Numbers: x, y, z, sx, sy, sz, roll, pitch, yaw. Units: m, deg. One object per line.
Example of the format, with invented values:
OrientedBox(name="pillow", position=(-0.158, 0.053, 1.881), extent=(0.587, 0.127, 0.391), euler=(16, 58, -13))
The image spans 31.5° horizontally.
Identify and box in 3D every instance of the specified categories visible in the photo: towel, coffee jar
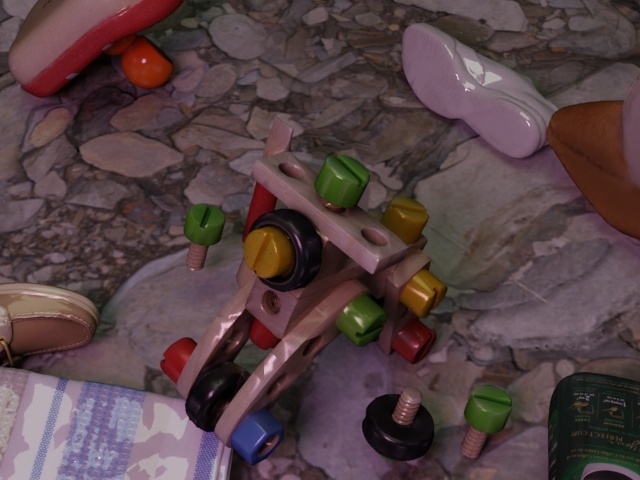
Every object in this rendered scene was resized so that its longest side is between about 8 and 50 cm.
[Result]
OrientedBox(name="towel", position=(-0.210, 0.193, 0.855), extent=(0.285, 0.034, 0.209), euler=(11, 55, -3))
OrientedBox(name="coffee jar", position=(0.213, 0.194, 0.859), extent=(0.096, 0.079, 0.184), euler=(11, 47, 9))

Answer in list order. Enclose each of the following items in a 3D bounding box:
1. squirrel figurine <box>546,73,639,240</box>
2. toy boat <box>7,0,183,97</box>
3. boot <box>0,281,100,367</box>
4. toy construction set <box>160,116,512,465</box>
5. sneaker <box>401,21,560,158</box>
OrientedBox(name="squirrel figurine", position=(0.485, -0.086, 1.039), extent=(0.370, 0.281, 0.397), euler=(-14, 60, -25))
OrientedBox(name="toy boat", position=(-0.222, -0.227, 1.244), extent=(0.231, 0.151, 0.151), euler=(-30, 34, 34))
OrientedBox(name="boot", position=(-0.296, 0.120, 0.954), extent=(0.213, 0.077, 0.165), euler=(-4, 48, -1))
OrientedBox(name="toy construction set", position=(0.000, 0.000, 0.915), extent=(0.257, 0.237, 0.309), euler=(-3, 39, -26))
OrientedBox(name="sneaker", position=(0.178, -0.167, 1.224), extent=(0.094, 0.080, 0.212), euler=(-24, 56, -35))
